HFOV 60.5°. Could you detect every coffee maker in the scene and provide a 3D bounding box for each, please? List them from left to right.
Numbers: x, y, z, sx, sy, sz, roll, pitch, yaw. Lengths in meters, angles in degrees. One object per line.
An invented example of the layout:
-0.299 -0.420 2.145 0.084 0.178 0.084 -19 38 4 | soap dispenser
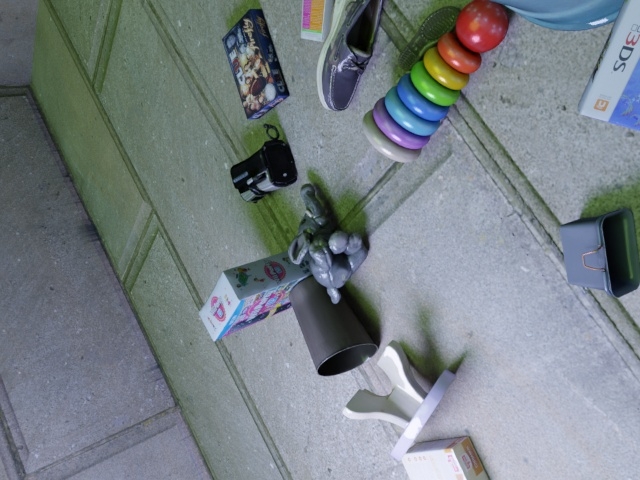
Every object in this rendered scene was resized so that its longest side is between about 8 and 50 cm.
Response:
-0.161 -0.208 1.536 0.178 0.120 0.171 -17 67 50 | coffee maker

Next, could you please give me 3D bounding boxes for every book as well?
-0.009 -0.545 1.281 0.096 0.035 0.144 30 124 44 | book

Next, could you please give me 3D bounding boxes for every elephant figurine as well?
0.000 0.000 1.401 0.239 0.186 0.169 40 175 47 | elephant figurine

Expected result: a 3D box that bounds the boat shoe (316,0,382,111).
0.067 -0.413 1.187 0.092 0.103 0.285 38 124 41 | boat shoe

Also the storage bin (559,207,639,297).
0.452 0.022 0.905 0.091 0.098 0.135 -1 102 60 | storage bin

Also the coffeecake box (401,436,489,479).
0.295 0.552 1.294 0.185 0.068 0.142 -35 76 50 | coffeecake box

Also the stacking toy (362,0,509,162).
0.217 -0.306 1.033 0.141 0.141 0.330 56 134 20 | stacking toy

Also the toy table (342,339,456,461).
0.176 0.361 1.249 0.161 0.252 0.274 34 117 18 | toy table

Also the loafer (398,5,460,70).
0.213 -0.390 1.065 0.148 0.050 0.056 -39 76 33 | loafer

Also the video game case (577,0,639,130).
0.504 -0.238 0.676 0.270 0.061 0.244 20 123 12 | video game case

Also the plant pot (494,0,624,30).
0.286 -0.461 0.727 0.341 0.334 0.341 20 118 43 | plant pot

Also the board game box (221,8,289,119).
-0.181 -0.475 1.499 0.165 0.042 0.243 -20 88 51 | board game box

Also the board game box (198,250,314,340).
-0.150 0.134 1.478 0.097 0.303 0.224 57 139 19 | board game box

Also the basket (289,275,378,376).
0.021 0.214 1.422 0.154 0.204 0.227 -40 59 20 | basket
